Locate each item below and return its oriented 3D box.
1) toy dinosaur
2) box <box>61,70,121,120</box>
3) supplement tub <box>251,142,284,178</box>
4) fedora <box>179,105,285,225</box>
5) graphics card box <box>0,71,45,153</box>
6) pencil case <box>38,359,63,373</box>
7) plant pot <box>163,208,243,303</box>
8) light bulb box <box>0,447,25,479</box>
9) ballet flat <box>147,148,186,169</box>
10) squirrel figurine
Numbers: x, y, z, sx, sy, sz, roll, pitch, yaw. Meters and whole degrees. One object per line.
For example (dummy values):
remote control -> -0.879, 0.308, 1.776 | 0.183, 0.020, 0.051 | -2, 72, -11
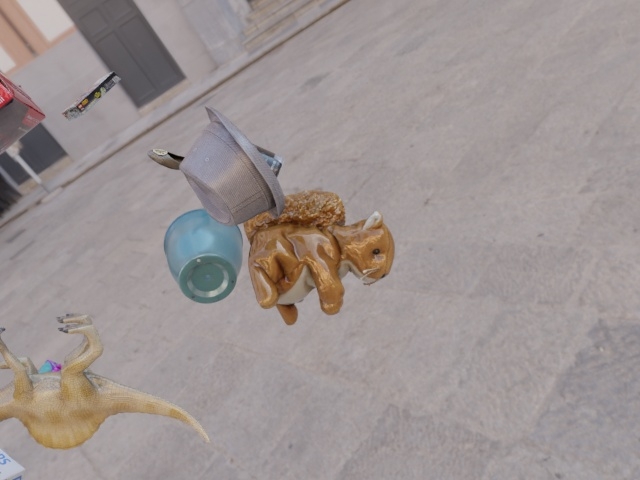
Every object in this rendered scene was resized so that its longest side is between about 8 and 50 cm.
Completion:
toy dinosaur -> -0.168, 0.100, 0.389 | 0.183, 0.092, 0.053 | -2, 6, -6
box -> -0.554, -0.349, 1.360 | 0.094, 0.027, 0.137 | -2, 47, 47
supplement tub -> -0.196, -0.191, 1.405 | 0.117, 0.191, 0.116 | -157, 90, -82
fedora -> -0.189, -0.124, 1.091 | 0.124, 0.243, 0.275 | -37, 52, -13
graphics card box -> -0.723, -0.171, 1.074 | 0.371, 0.094, 0.233 | -42, 11, -8
pencil case -> -0.698, 0.370, 1.390 | 0.151, 0.064, 0.070 | -56, 16, -28
plant pot -> -0.379, 0.070, 1.857 | 0.272, 0.271, 0.255 | -33, 31, 4
light bulb box -> -1.015, 0.764, 1.469 | 0.225, 0.357, 0.361 | 22, 18, 27
ballet flat -> -0.451, -0.262, 1.875 | 0.058, 0.250, 0.084 | -57, 37, 23
squirrel figurine -> 0.000, 0.000, 1.539 | 0.371, 0.281, 0.396 | -22, 62, 5
